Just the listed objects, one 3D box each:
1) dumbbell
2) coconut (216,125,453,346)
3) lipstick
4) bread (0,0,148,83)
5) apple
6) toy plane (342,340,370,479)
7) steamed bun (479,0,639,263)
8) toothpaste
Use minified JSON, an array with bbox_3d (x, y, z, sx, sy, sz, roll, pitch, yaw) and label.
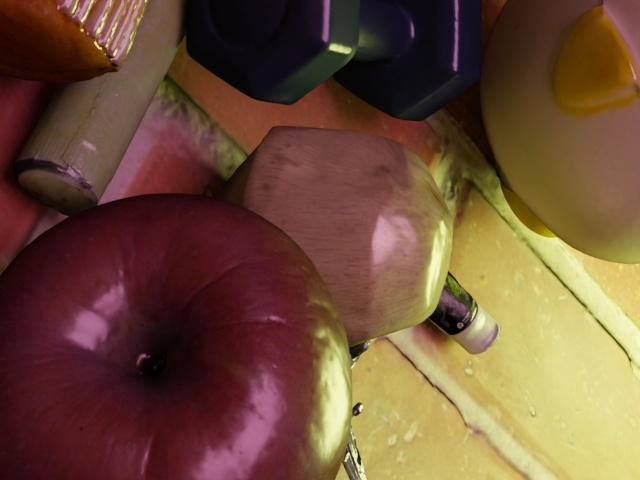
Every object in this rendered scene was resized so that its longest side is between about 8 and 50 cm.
[{"bbox_3d":[0.022,-0.192,1.202,0.325,0.144,0.160,-3,93,-60],"label":"dumbbell"},{"bbox_3d":[0.000,0.000,1.161,0.224,0.224,0.224,11,74,-43],"label":"coconut"},{"bbox_3d":[-0.158,-0.154,1.111,0.076,0.076,0.304,42,53,-31],"label":"lipstick"},{"bbox_3d":[-0.258,-0.216,0.952,0.288,0.204,0.156,28,80,-35],"label":"bread"},{"bbox_3d":[-0.117,0.116,0.959,0.235,0.305,0.306,90,19,-58],"label":"apple"},{"bbox_3d":[-0.011,0.146,1.206,0.226,0.058,0.226,49,50,-6],"label":"toy plane"},{"bbox_3d":[0.320,-0.153,1.409,0.334,0.334,0.374,48,22,-27],"label":"steamed bun"},{"bbox_3d":[0.102,0.044,1.356,0.193,0.045,0.071,43,53,-23],"label":"toothpaste"}]
